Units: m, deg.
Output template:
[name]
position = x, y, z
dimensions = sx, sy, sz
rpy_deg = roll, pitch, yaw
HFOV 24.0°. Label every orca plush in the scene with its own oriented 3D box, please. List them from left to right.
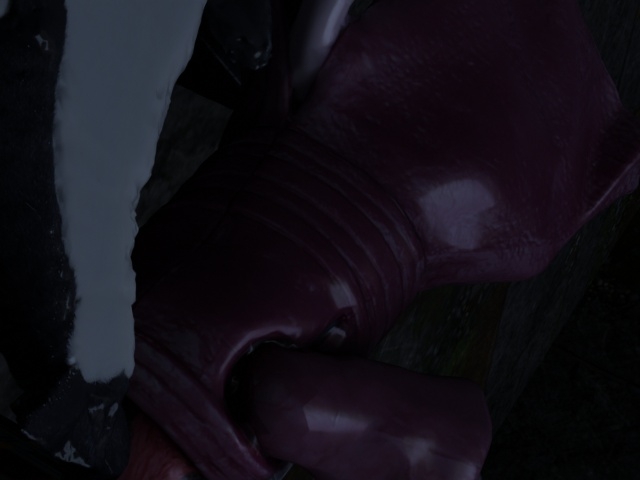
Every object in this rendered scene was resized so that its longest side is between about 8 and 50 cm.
[orca plush]
position = -0.093, -0.064, 0.493
dimensions = 0.151, 0.102, 0.287
rpy_deg = 6, 77, -57

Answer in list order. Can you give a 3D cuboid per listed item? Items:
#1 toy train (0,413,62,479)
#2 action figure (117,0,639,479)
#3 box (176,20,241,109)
[toy train]
position = -0.211, 0.102, 0.564
dimensions = 0.142, 0.190, 0.334
rpy_deg = -64, 162, -1
[action figure]
position = 0.000, 0.000, 0.577
dimensions = 0.370, 0.248, 0.276
rpy_deg = -55, 149, -38
[box]
position = -0.025, -0.216, 0.792
dimensions = 0.261, 0.103, 0.184
rpy_deg = -62, 157, -7
